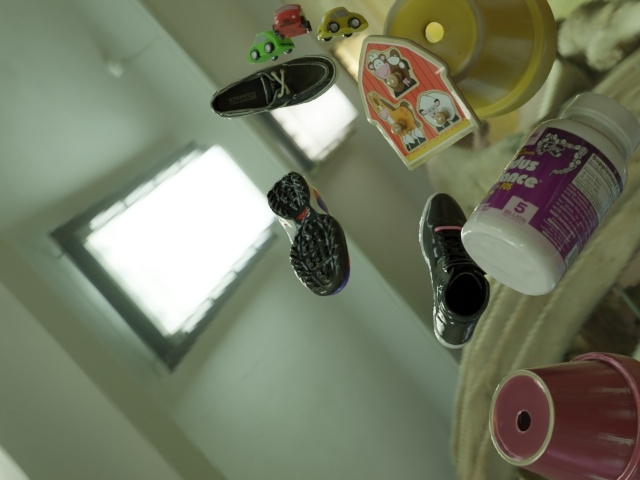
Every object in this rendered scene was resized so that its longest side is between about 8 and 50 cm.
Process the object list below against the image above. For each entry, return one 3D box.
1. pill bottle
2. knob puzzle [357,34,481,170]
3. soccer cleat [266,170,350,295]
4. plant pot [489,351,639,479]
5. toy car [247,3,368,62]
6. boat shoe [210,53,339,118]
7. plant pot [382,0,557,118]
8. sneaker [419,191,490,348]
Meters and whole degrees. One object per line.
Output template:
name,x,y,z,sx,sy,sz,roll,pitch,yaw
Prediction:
pill bottle,0.361,-0.078,1.697,0.169,0.301,0.169,34,162,13
knob puzzle,0.115,-0.204,1.572,0.030,0.213,0.213,-38,-92,-34
soccer cleat,0.000,0.000,1.927,0.116,0.108,0.318,42,-168,-37
plant pot,0.339,0.246,1.508,0.180,0.201,0.201,11,-143,-30
toy car,-0.057,-0.390,2.087,0.239,0.225,0.053,-10,-95,-48
boat shoe,-0.074,-0.247,1.815,0.070,0.219,0.078,-62,-48,-82
plant pot,0.218,-0.317,1.742,0.254,0.254,0.239,54,-155,12
sneaker,0.247,0.034,1.992,0.147,0.104,0.295,110,157,-69
